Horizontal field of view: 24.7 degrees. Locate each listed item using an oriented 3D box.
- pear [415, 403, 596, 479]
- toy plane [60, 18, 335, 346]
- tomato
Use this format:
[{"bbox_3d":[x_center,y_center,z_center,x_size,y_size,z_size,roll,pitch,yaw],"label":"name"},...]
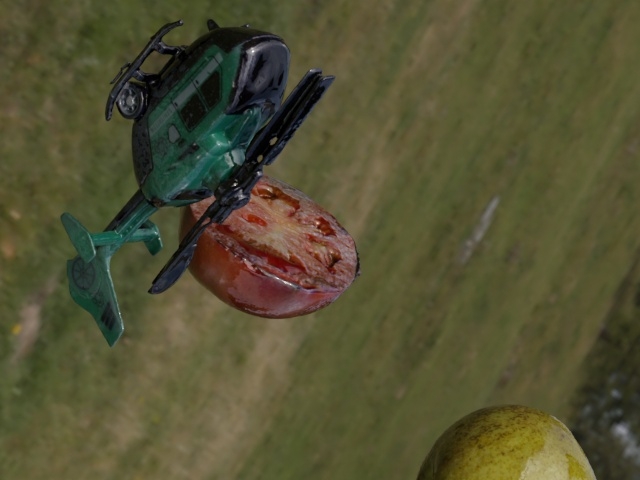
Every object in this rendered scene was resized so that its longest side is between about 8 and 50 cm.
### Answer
[{"bbox_3d":[0.190,0.276,1.558,0.197,0.197,0.197,-55,170,-14],"label":"pear"},{"bbox_3d":[-0.127,-0.068,1.303,0.382,0.155,0.106,-44,157,30],"label":"toy plane"},{"bbox_3d":[-0.066,0.009,1.611,0.085,0.225,0.225,-61,170,28],"label":"tomato"}]
